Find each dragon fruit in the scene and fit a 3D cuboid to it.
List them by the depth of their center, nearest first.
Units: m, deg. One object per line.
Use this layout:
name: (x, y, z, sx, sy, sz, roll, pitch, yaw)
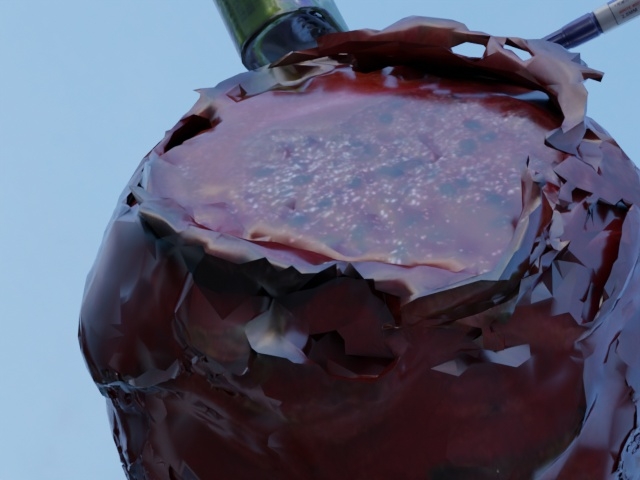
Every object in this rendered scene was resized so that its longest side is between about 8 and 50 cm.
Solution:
dragon fruit: (0.040, 0.056, 0.813, 0.295, 0.295, 0.302, 1, -58, 50)

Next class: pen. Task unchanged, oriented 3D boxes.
pen: (0.263, -0.197, 1.374, 0.025, 0.204, 0.025, 60, 11, -19)

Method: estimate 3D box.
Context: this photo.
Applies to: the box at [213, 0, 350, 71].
box: (-0.073, -0.299, 1.663, 0.134, 0.097, 0.345, 29, 30, -50)
